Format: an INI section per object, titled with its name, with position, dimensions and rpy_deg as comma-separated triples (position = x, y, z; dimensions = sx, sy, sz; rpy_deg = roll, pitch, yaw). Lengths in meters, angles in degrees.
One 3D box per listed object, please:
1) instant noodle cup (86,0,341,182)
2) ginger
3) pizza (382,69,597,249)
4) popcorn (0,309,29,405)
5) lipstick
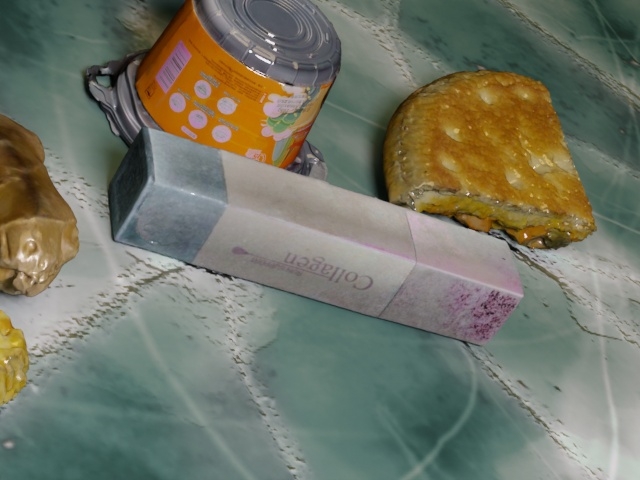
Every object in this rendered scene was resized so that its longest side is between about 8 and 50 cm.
[instant noodle cup]
position = -0.062, -0.130, 1.537
dimensions = 0.208, 0.125, 0.177
rpy_deg = 11, 39, -31
[ginger]
position = -0.225, -0.034, 1.330
dimensions = 0.095, 0.069, 0.190
rpy_deg = -1, 46, -47
[pizza]
position = 0.151, -0.060, 1.692
dimensions = 0.197, 0.058, 0.292
rpy_deg = 39, 36, 5
[popcorn]
position = -0.219, 0.072, 1.214
dimensions = 0.082, 0.057, 0.083
rpy_deg = 22, 31, -28
[lipstick]
position = 0.000, 0.000, 1.480
dimensions = 0.317, 0.066, 0.068
rpy_deg = 17, 36, -24
